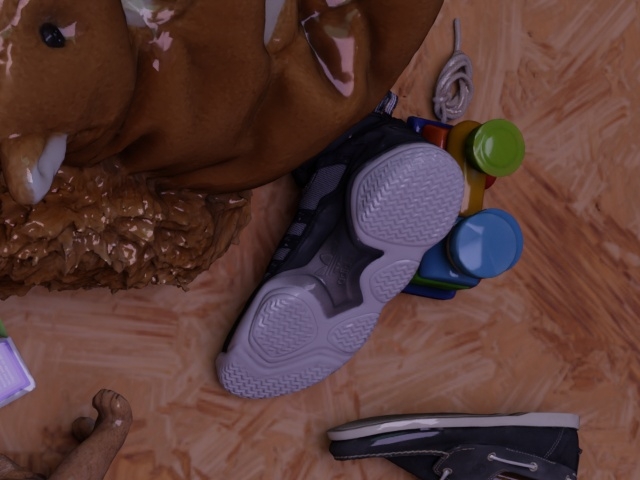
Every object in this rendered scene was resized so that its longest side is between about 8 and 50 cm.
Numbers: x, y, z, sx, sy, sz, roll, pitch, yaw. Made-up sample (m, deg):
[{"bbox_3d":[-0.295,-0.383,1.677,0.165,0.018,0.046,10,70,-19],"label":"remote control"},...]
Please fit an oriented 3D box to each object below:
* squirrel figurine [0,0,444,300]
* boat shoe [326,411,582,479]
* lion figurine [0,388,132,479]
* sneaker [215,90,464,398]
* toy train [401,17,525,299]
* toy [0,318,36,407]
[{"bbox_3d":[-0.159,-0.093,1.349,0.281,0.397,0.370,36,31,16],"label":"squirrel figurine"},{"bbox_3d":[0.115,0.181,1.604,0.233,0.084,0.079,4,84,-24],"label":"boat shoe"},{"bbox_3d":[-0.165,0.278,1.446,0.392,0.142,0.240,39,60,-8],"label":"lion figurine"},{"bbox_3d":[0.000,0.000,1.566,0.101,0.153,0.268,28,111,-35],"label":"sneaker"},{"bbox_3d":[0.121,-0.079,1.593,0.105,0.143,0.248,12,82,-21],"label":"toy train"},{"bbox_3d":[-0.344,0.108,1.441,0.237,0.056,0.137,-30,96,-21],"label":"toy"}]
